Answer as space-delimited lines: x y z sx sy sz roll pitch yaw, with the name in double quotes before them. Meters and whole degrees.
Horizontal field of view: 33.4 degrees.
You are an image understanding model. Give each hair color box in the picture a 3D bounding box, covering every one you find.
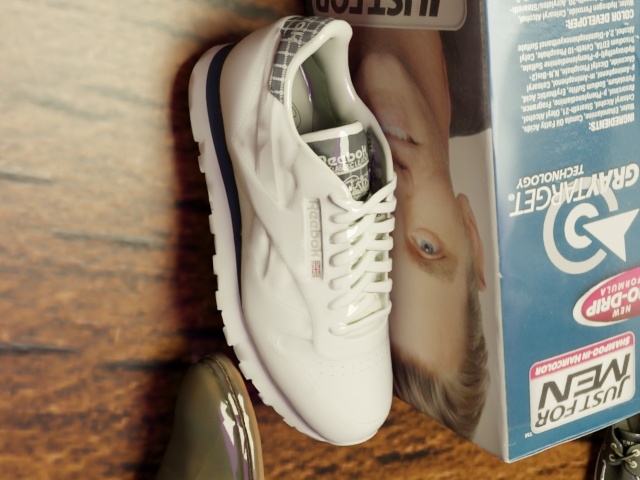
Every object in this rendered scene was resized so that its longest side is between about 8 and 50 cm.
"hair color box" 0.079 -0.077 0.582 0.105 0.174 0.347 -14 108 -26

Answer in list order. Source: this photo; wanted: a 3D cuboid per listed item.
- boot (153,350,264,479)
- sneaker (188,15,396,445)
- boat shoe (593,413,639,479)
"boot" -0.095 0.171 0.593 0.106 0.082 0.219 -3 105 -32
"sneaker" 0.000 0.000 0.570 0.090 0.095 0.235 -25 102 -45
"boat shoe" 0.230 0.147 0.790 0.040 0.049 0.142 22 82 -57
